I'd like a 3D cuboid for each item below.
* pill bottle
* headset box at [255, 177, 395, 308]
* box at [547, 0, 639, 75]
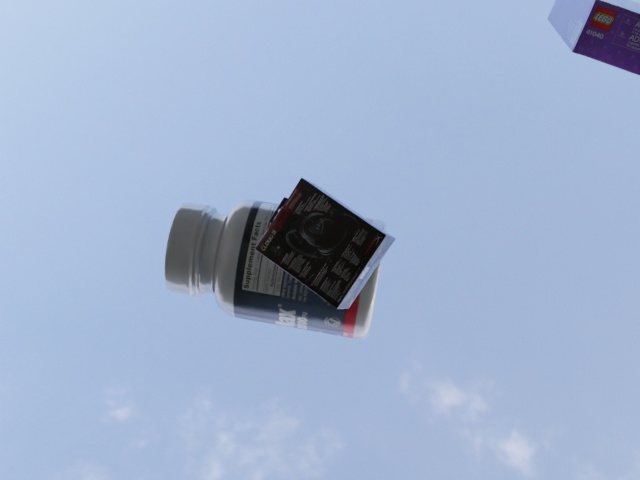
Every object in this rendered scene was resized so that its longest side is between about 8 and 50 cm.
[{"bbox_3d":[-0.038,0.021,0.729,0.180,0.108,0.107,10,-109,4],"label":"pill bottle"},{"bbox_3d":[0.000,0.000,0.586,0.083,0.032,0.062,35,-84,18],"label":"headset box"},{"bbox_3d":[0.364,-0.219,0.908,0.201,0.293,0.057,20,-67,2],"label":"box"}]
